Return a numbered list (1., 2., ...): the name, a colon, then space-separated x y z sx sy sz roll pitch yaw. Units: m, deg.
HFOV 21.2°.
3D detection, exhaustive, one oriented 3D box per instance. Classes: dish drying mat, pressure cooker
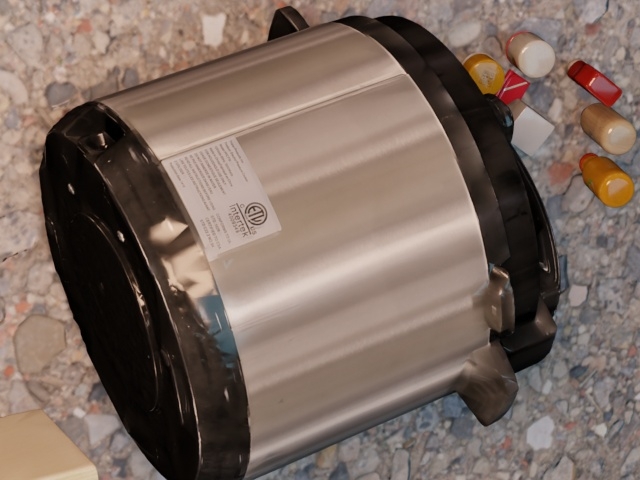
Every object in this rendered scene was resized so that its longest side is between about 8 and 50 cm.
1. dish drying mat: 0.191 -0.138 1.812 0.032 0.008 0.083 30 89 -33
2. pressure cooker: 0.002 -0.001 1.537 0.420 0.375 0.369 -22 111 -21

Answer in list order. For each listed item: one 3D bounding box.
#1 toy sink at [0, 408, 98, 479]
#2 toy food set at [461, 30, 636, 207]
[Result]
1. toy sink: -0.333 0.263 1.562 0.234 0.153 0.131 -12 110 -26
2. toy food set: 0.246 -0.143 1.801 0.232 0.104 0.111 33 100 -18
